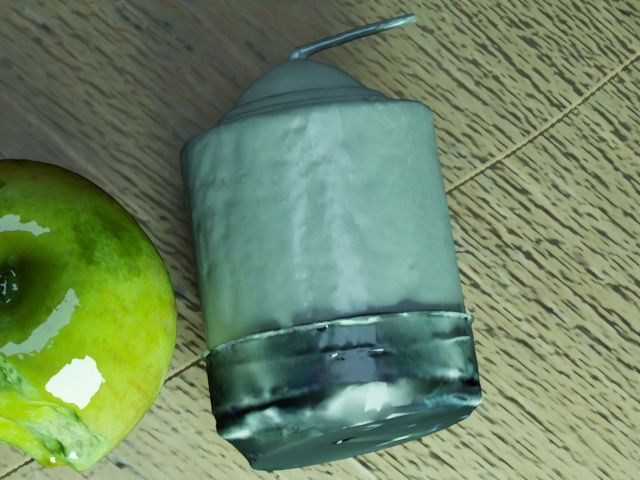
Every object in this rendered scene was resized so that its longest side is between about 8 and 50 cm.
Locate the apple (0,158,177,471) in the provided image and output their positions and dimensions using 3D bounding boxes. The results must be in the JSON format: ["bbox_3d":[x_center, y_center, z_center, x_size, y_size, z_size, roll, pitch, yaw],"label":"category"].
[{"bbox_3d":[-0.231,0.062,1.378,0.246,0.226,0.246,2,79,-11],"label":"apple"}]

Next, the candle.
[{"bbox_3d":[0.000,0.000,1.451,0.221,0.221,0.342,-8,79,-15],"label":"candle"}]
